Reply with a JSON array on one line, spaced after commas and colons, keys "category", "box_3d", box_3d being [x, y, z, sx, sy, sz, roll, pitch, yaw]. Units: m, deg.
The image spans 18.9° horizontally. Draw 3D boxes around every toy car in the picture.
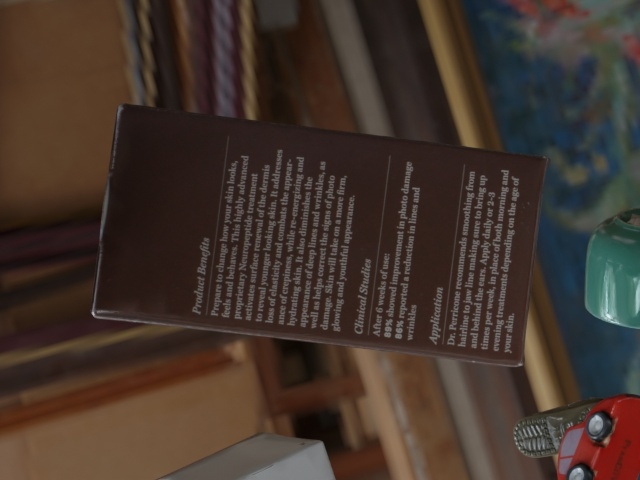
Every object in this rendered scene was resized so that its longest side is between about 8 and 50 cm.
[{"category": "toy car", "box_3d": [0.158, 0.241, 1.418, 0.225, 0.239, 0.053, -17, -159, -27]}]

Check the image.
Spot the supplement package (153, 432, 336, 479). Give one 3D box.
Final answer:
[{"category": "supplement package", "box_3d": [-0.062, 0.401, 2.324, 0.177, 0.293, 0.175, -22, -171, -27]}]

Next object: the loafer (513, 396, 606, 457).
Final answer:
[{"category": "loafer", "box_3d": [0.256, 0.173, 1.816, 0.148, 0.056, 0.050, -4, -168, 28]}]

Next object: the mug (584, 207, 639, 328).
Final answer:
[{"category": "mug", "box_3d": [0.339, 0.026, 1.925, 0.129, 0.097, 0.157, -10, -160, -30]}]

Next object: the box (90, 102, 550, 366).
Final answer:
[{"category": "box", "box_3d": [0.000, 0.000, 1.716, 0.381, 0.191, 0.143, 8, 177, 0]}]
